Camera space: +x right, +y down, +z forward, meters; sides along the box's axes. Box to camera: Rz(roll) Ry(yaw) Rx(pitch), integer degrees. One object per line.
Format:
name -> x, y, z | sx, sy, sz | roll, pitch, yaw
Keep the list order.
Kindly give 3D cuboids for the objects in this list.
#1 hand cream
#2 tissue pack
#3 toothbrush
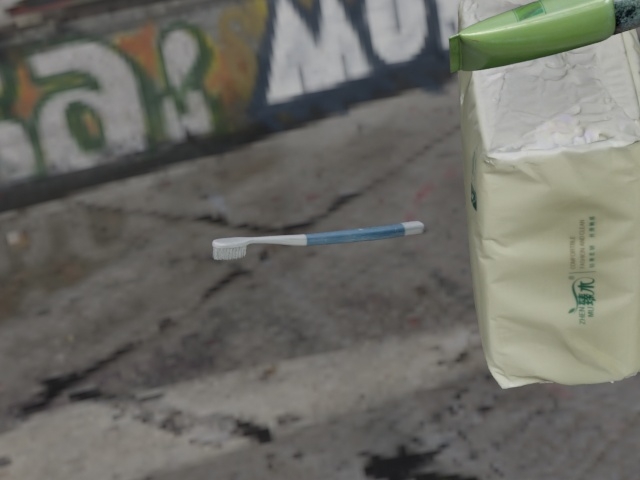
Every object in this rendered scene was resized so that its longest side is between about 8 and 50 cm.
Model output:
hand cream -> 0.191, -0.179, 1.378 | 0.175, 0.046, 0.095 | -14, -11, 2
tissue pack -> 0.266, -0.058, 1.868 | 0.207, 0.380, 0.297 | -5, 42, 5
toothbrush -> 0.000, 0.000, 1.963 | 0.276, 0.025, 0.019 | -5, 27, -25
